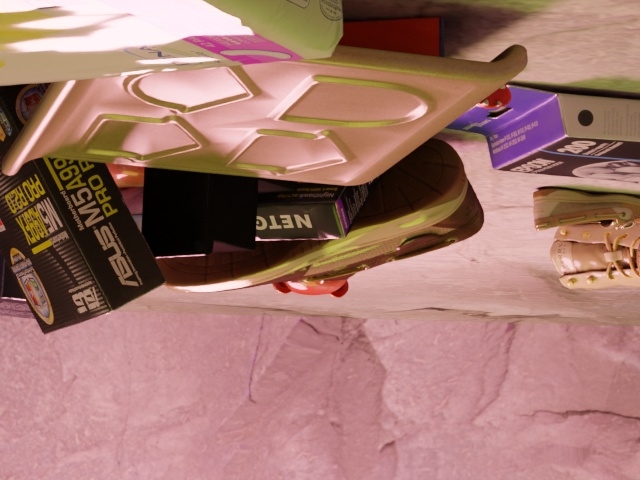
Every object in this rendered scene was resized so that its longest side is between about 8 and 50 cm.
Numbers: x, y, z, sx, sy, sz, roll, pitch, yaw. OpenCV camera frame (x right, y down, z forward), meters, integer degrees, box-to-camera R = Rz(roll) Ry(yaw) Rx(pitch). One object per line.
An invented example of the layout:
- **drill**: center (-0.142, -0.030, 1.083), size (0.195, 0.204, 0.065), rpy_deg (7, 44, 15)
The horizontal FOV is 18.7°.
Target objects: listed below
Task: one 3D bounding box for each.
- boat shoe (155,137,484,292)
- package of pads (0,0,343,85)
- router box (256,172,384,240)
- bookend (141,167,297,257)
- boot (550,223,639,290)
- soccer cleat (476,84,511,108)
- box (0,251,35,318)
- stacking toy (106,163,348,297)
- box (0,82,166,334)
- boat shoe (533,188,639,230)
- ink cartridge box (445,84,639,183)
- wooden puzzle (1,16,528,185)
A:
- **boat shoe**: center (0.000, 0.000, 1.966), size (0.342, 0.123, 0.123), rpy_deg (-18, 141, 16)
- **package of pads**: center (-0.154, -0.169, 1.162), size (0.296, 0.101, 0.229), rpy_deg (-2, 170, 31)
- **router box**: center (-0.038, -0.053, 1.863), size (0.179, 0.046, 0.133), rpy_deg (-2, -146, 25)
- **bookend**: center (-0.084, -0.053, 1.751), size (0.072, 0.156, 0.157), rpy_deg (-3, 171, 32)
- **boot**: center (0.363, 0.019, 2.298), size (0.203, 0.095, 0.262), rpy_deg (-1, -175, 28)
- **soccer cleat**: center (0.119, -0.127, 1.632), size (0.083, 0.029, 0.035), rpy_deg (7, 180, -10)
- **box**: center (-0.338, 0.007, 2.266), size (0.108, 0.153, 0.207), rpy_deg (6, 170, -21)
- **stacking toy**: center (-0.086, -0.018, 2.088), size (0.309, 0.130, 0.279), rpy_deg (4, 172, -11)
- **box**: center (-0.247, -0.030, 1.758), size (0.060, 0.216, 0.270), rpy_deg (-28, -176, -21)
- **boat shoe**: center (0.309, -0.028, 2.187), size (0.153, 0.048, 0.056), rpy_deg (6, 171, -24)
- **ink cartridge box**: center (0.233, -0.094, 1.769), size (0.208, 0.045, 0.206), rpy_deg (5, 172, -12)
- **wooden puzzle**: center (-0.055, -0.119, 1.519), size (0.348, 0.080, 0.322), rpy_deg (0, 168, -19)
